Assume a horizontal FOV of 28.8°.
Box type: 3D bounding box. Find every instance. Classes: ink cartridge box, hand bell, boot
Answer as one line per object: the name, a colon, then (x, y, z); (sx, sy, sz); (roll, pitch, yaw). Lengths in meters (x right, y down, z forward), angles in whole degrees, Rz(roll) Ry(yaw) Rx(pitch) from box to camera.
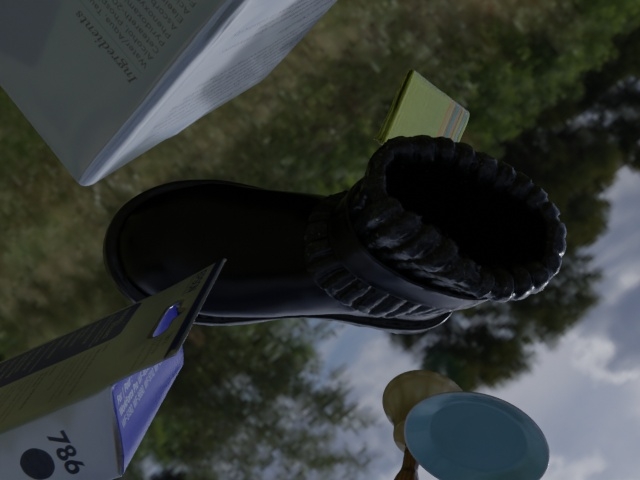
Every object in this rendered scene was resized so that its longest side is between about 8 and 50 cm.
ink cartridge box: (-0.206, 0.126, 0.828); (0.332, 0.065, 0.165); (-24, -166, 16)
hand bell: (0.124, 0.298, 1.700); (0.126, 0.126, 0.242); (-36, -164, 30)
boot: (0.001, -0.004, 1.036); (0.348, 0.131, 0.260); (4, 169, -13)

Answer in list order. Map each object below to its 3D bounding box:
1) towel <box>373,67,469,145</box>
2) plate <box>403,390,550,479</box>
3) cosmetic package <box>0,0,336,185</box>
towel: (0.134, -0.148, 1.612); (0.237, 0.021, 0.102); (18, 94, -65)
plate: (0.199, 0.252, 1.582); (0.188, 0.188, 0.024); (-35, -162, 40)
cosmetic package: (-0.158, -0.329, 1.283); (0.329, 0.327, 0.393); (-39, 180, -45)
